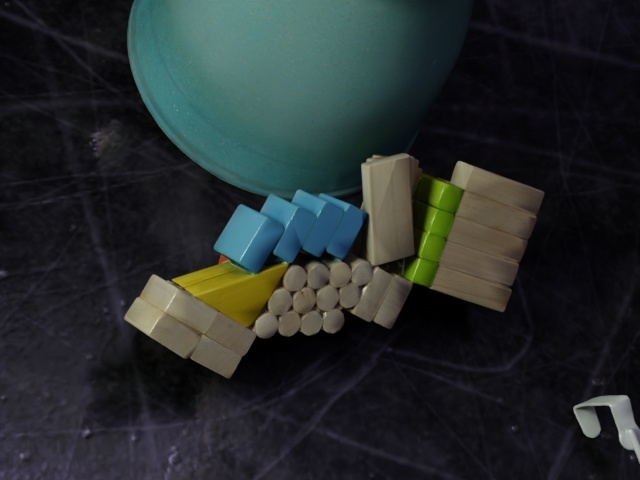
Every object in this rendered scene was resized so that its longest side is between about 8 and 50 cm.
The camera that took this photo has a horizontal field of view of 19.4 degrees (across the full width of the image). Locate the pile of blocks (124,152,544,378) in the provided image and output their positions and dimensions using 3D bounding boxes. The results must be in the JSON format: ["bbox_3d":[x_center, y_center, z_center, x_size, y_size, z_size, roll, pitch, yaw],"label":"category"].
[{"bbox_3d":[0.000,0.000,1.475,0.362,0.112,0.149,-12,111,-30],"label":"pile of blocks"}]

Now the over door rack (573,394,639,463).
[{"bbox_3d":[0.217,0.285,1.429,0.239,0.108,0.324,-18,72,-31],"label":"over door rack"}]

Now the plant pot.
[{"bbox_3d":[0.007,-0.209,1.513,0.271,0.255,0.272,10,60,-17],"label":"plant pot"}]
